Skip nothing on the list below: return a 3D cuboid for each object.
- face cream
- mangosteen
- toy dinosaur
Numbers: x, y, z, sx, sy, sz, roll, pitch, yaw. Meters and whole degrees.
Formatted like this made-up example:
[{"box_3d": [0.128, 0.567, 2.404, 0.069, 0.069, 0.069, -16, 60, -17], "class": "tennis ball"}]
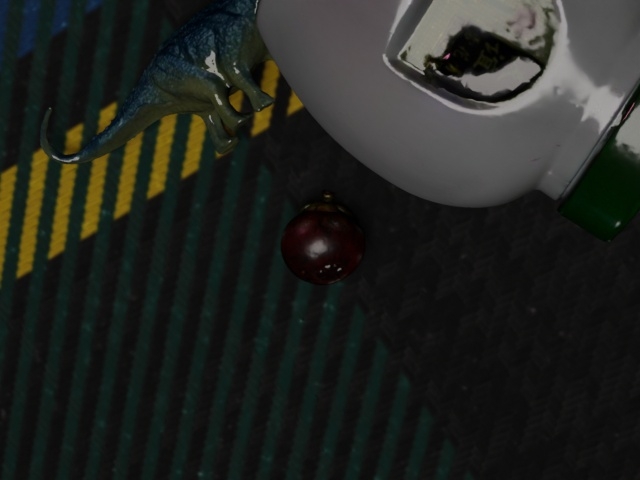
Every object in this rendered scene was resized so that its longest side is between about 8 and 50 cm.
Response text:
[{"box_3d": [0.147, -0.178, 1.347, 0.357, 0.219, 0.312, 32, 104, 4], "class": "face cream"}, {"box_3d": [0.001, 0.003, 1.528, 0.081, 0.081, 0.081, 3, 111, 9], "class": "mangosteen"}, {"box_3d": [-0.100, -0.158, 1.485, 0.363, 0.076, 0.147, -42, 79, 19], "class": "toy dinosaur"}]
